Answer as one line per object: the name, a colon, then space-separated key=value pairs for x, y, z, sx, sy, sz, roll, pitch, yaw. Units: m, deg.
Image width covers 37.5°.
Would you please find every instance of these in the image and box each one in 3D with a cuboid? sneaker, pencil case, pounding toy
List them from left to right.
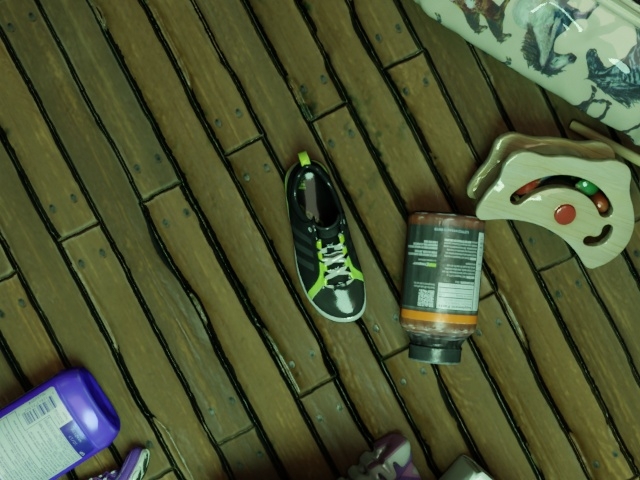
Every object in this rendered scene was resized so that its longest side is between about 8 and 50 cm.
sneaker: x=-0.293 y=0.333 z=1.238 sx=0.071 sy=0.068 sz=0.170 roll=44 pitch=88 yaw=3
sneaker: x=0.000 y=0.000 z=1.242 sx=0.084 sy=0.097 sz=0.235 roll=-19 pitch=91 yaw=-4
sneaker: x=0.046 y=0.368 z=1.252 sx=0.236 sy=0.095 sz=0.104 roll=-37 pitch=100 yaw=-4
pencil case: x=0.296 y=-0.297 z=1.208 sx=0.410 sy=0.183 sz=0.160 roll=33 pitch=53 yaw=3
pounding toy: x=0.331 y=-0.067 z=1.277 sx=0.269 sy=0.155 sz=0.154 roll=5 pitch=117 yaw=-6

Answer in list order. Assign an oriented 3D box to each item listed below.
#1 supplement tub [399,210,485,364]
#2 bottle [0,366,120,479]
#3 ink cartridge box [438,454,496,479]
supplement tub: x=0.159 y=0.062 z=1.251 sx=0.106 sy=0.106 sz=0.198 roll=6 pitch=90 yaw=-4
bottle: x=-0.402 y=0.279 z=1.215 sx=0.282 sy=0.092 sz=0.118 roll=-33 pitch=94 yaw=-3
ink cartridge box: x=0.233 y=0.455 z=1.248 sx=0.283 sy=0.117 sz=0.207 roll=43 pitch=87 yaw=-3
